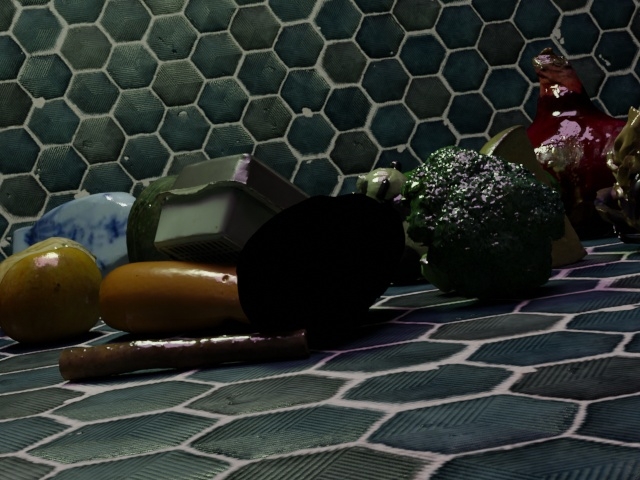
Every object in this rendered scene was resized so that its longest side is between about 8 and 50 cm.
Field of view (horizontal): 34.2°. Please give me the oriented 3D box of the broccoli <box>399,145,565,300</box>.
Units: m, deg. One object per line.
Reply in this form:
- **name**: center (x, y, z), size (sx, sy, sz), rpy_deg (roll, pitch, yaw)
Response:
- **broccoli**: center (0.240, -0.019, 1.603), size (0.269, 0.270, 0.270), rpy_deg (-10, -26, -26)

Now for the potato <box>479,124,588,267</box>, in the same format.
- **potato**: center (0.329, -0.071, 1.817), size (0.269, 0.255, 0.112), rpy_deg (-10, 7, -36)

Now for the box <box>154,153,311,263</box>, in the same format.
- **box**: center (-0.116, -0.011, 1.738), size (0.220, 0.166, 0.290), rpy_deg (-6, -31, 42)

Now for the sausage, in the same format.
- **sausage**: center (-0.177, 0.088, 1.636), size (0.353, 0.116, 0.134), rpy_deg (-2, -2, 21)

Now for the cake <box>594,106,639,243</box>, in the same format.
- **cake**: center (0.657, -0.101, 1.836), size (0.321, 0.332, 0.332), rpy_deg (-45, 0, 7)

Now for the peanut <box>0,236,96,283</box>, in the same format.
- **peanut**: center (-0.542, 0.086, 2.046), size (0.174, 0.158, 0.340), rpy_deg (24, 17, 12)

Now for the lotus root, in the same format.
- **lotus root**: center (0.002, 0.030, 1.465), size (0.195, 0.179, 0.397), rpy_deg (-20, 11, 27)

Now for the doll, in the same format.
- **doll**: center (0.150, -0.029, 1.899), size (0.143, 0.234, 0.135), rpy_deg (-17, -22, -47)

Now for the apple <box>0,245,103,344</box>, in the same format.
- **apple**: center (-0.455, 0.091, 1.761), size (0.182, 0.155, 0.182), rpy_deg (-6, 7, 1)

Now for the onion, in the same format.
- **onion**: center (0.561, -0.220, 2.323), size (0.398, 0.421, 0.398), rpy_deg (-4, -5, 0)

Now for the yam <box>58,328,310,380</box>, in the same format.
- **yam**: center (-0.174, 0.143, 1.330), size (0.326, 0.045, 0.045), rpy_deg (-7, 27, 11)

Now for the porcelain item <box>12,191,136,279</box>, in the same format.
- **porcelain item**: center (-0.504, 0.014, 2.377), size (0.405, 0.243, 0.178), rpy_deg (-13, -21, 24)

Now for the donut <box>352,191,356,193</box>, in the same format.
- **donut**: center (0.028, 0.018, 1.977), size (0.112, 0.151, 0.295), rpy_deg (-18, 12, 16)

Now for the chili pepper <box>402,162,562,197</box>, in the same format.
- **chili pepper**: center (0.298, -0.056, 2.085), size (0.167, 0.213, 0.384), rpy_deg (-26, 20, -36)

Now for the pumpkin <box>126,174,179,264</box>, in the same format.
- **pumpkin**: center (-0.229, -0.021, 2.102), size (0.327, 0.258, 0.291), rpy_deg (-12, 7, -2)
